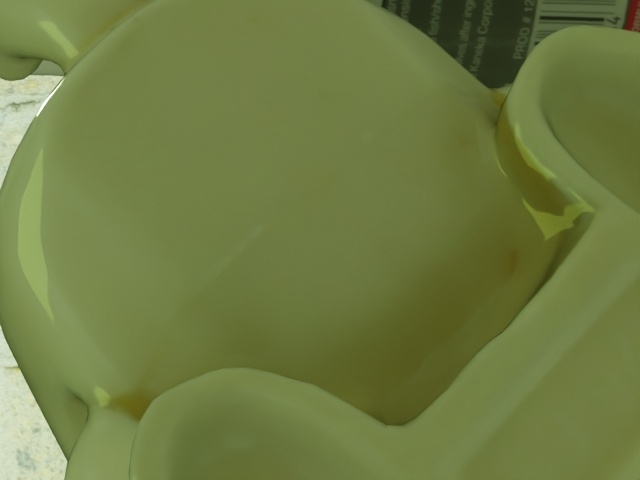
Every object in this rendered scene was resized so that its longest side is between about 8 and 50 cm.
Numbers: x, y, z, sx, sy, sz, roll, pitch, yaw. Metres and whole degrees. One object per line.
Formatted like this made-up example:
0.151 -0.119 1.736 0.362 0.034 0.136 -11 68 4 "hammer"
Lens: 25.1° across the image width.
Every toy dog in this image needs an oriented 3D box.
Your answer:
-0.009 0.108 0.607 0.284 0.395 0.408 -53 -14 -29 "toy dog"

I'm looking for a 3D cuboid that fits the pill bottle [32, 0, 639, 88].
0.006 -0.139 0.670 0.176 0.319 0.176 180 90 -80 "pill bottle"
